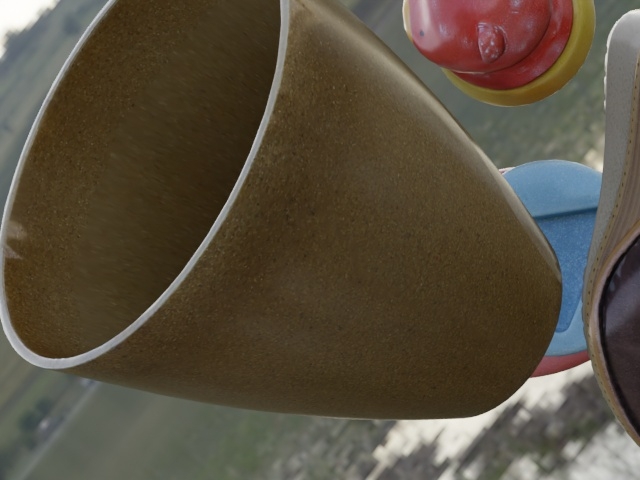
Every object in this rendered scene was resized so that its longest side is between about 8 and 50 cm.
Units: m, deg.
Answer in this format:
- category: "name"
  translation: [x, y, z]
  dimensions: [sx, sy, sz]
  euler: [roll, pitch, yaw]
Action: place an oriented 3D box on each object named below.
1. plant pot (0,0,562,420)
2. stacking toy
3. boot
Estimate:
- category: "plant pot"
  translation: [0.000, 0.000, 0.883]
  dimensions: [0.237, 0.254, 0.237]
  euler: [-34, 42, 37]
- category: "stacking toy"
  translation: [0.077, -0.044, 1.158]
  dimensions: [0.279, 0.309, 0.130]
  euler: [-20, -8, 16]
- category: "boot"
  translation: [0.215, 0.019, 0.731]
  dimensions: [0.090, 0.248, 0.207]
  euler: [-27, 30, -33]
